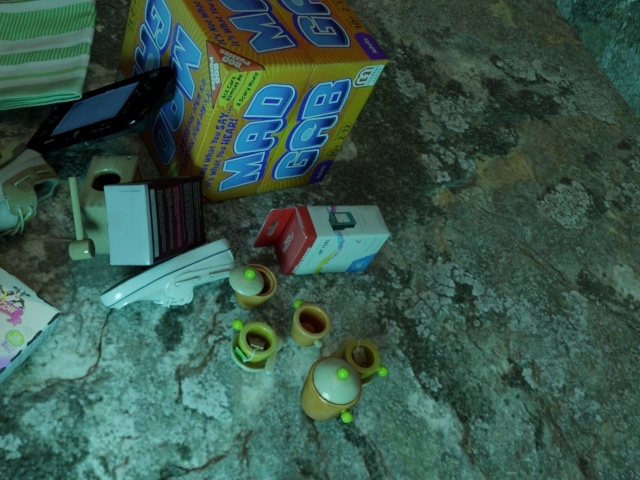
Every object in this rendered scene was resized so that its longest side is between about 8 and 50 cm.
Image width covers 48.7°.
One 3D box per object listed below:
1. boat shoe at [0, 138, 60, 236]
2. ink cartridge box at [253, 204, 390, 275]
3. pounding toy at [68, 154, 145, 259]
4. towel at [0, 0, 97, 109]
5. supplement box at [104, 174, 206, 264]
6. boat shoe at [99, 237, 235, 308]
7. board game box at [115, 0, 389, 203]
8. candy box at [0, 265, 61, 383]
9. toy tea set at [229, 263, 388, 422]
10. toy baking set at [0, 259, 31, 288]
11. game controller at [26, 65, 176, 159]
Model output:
[{"bbox_3d":[-0.522,-0.064,1.170,0.103,0.113,0.302,32,32,-17],"label":"boat shoe"},{"bbox_3d":[0.000,0.000,1.377,0.231,0.134,0.077,-3,56,-27],"label":"ink cartridge box"},{"bbox_3d":[-0.355,-0.049,1.200,0.094,0.181,0.205,0,51,2],"label":"pounding toy"},{"bbox_3d":[-0.577,-0.385,1.409,0.248,0.038,0.324,-7,53,3],"label":"towel"},{"bbox_3d":[-0.273,-0.041,1.203,0.073,0.130,0.239,0,8,13],"label":"supplement box"},{"bbox_3d":[-0.251,0.073,1.225,0.258,0.095,0.084,-25,93,-35],"label":"boat shoe"},{"bbox_3d":[-0.156,-0.337,1.422,0.357,0.356,0.356,-14,60,-34],"label":"board game box"},{"bbox_3d":[-0.517,0.135,1.043,0.165,0.070,0.196,38,52,-2],"label":"candy box"},{"bbox_3d":[-0.034,0.165,1.234,0.336,0.124,0.200,35,47,4],"label":"toy tea set"},{"bbox_3d":[-0.605,0.045,1.126,0.256,0.030,0.196,-4,58,-28],"label":"toy baking set"},{"bbox_3d":[-0.404,-0.229,1.288,0.067,0.319,0.166,61,36,-30],"label":"game controller"}]
